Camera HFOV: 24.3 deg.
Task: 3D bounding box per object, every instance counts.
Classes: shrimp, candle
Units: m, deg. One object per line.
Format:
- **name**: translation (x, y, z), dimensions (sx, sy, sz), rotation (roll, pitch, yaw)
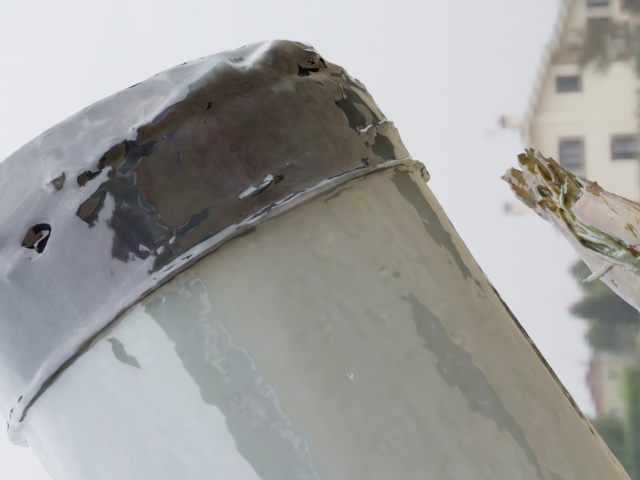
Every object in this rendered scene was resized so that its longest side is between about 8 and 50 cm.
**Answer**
- **shrimp**: translation (0.238, 0.002, 1.158), dimensions (0.068, 0.249, 0.150), rotation (-43, -37, -14)
- **candle**: translation (0.001, 0.096, 0.642), dimensions (0.342, 0.221, 0.221), rotation (57, -172, 9)
